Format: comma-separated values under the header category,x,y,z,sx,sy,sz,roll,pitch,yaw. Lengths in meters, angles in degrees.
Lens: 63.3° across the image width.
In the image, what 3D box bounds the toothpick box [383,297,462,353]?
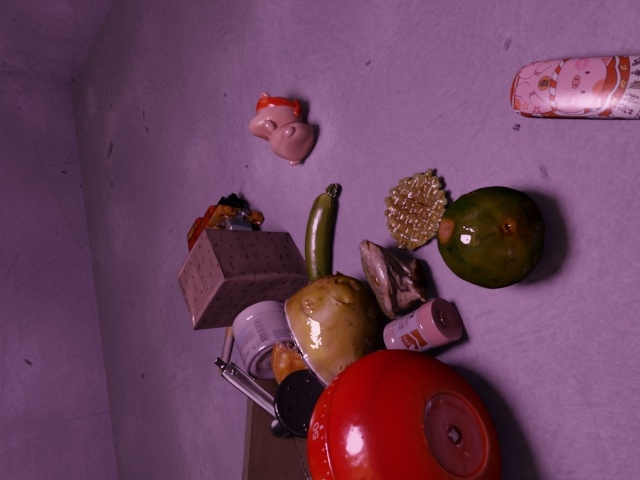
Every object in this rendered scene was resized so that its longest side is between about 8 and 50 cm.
category,x,y,z,sx,sy,sz,roll,pitch,yaw
toothpick box,0.224,0.199,1.142,0.149,0.098,0.098,-38,62,42

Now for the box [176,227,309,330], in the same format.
category,x,y,z,sx,sy,sz,roll,pitch,yaw
box,-0.224,0.108,1.495,0.225,0.297,0.190,-54,52,33

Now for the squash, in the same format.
category,x,y,z,sx,sy,sz,roll,pitch,yaw
squash,-0.003,-0.001,1.423,0.071,0.080,0.318,-130,46,-85

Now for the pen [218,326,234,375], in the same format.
category,x,y,z,sx,sy,sz,roll,pitch,yaw
pen,-0.324,0.367,1.803,0.040,0.032,0.233,-130,52,-65

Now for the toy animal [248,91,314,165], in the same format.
category,x,y,z,sx,sy,sz,roll,pitch,yaw
toy animal,-0.109,-0.328,1.487,0.171,0.171,0.197,-50,57,35

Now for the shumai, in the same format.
category,x,y,z,sx,sy,sz,roll,pitch,yaw
shumai,0.171,0.076,1.189,0.201,0.120,0.201,159,90,-86

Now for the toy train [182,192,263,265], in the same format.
category,x,y,z,sx,sy,sz,roll,pitch,yaw
toy train,-0.344,-0.001,1.746,0.369,0.163,0.231,-51,45,35

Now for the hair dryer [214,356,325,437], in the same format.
category,x,y,z,sx,sy,sz,roll,pitch,yaw
hair dryer,-0.143,0.401,1.300,0.320,0.284,0.155,-45,19,54

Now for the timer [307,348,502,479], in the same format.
category,x,y,z,sx,sy,sz,roll,pitch,yaw
timer,0.164,0.398,0.994,0.279,0.378,0.377,-42,59,43

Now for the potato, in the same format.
category,x,y,z,sx,sy,sz,roll,pitch,yaw
potato,0.064,0.216,1.239,0.196,0.246,0.299,-35,80,15

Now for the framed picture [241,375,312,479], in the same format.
category,x,y,z,sx,sy,sz,roll,pitch,yaw
framed picture,-0.113,0.543,1.502,0.326,0.028,0.445,-10,72,46

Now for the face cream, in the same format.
category,x,y,z,sx,sy,sz,roll,pitch,yaw
face cream,-0.145,0.283,1.459,0.177,0.177,0.153,-60,42,29

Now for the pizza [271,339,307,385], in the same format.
category,x,y,z,sx,sy,sz,roll,pitch,yaw
pizza,-0.034,0.342,1.386,0.053,0.193,0.200,-78,-11,-60

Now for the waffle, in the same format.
category,x,y,z,sx,sy,sz,roll,pitch,yaw
waffle,0.219,-0.071,1.201,0.183,0.036,0.169,-34,63,42

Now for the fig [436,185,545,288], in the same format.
category,x,y,z,sx,sy,sz,roll,pitch,yaw
fig,0.315,-0.012,1.012,0.245,0.196,0.195,-147,62,-79

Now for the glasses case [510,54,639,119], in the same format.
category,x,y,z,sx,sy,sz,roll,pitch,yaw
glasses case,0.462,-0.265,0.909,0.267,0.067,0.103,15,102,48
